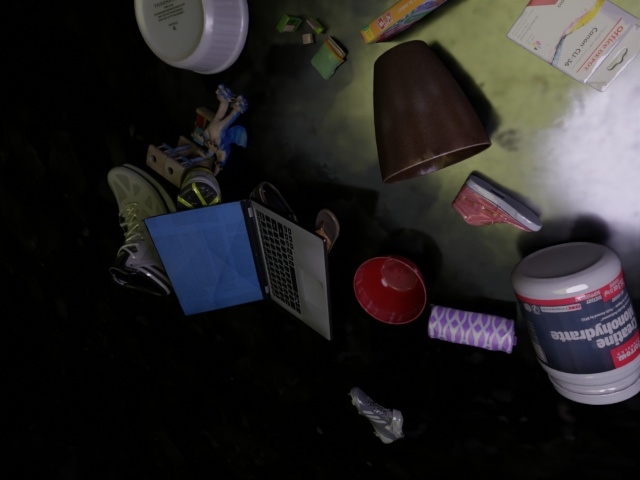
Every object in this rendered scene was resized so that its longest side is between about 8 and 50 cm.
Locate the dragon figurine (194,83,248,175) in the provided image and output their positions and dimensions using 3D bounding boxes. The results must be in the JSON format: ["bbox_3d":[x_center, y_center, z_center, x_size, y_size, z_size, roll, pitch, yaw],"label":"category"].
[{"bbox_3d":[-0.248,-0.270,1.110,0.085,0.144,0.289,34,156,10],"label":"dragon figurine"}]

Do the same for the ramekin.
[{"bbox_3d":[-0.315,-0.536,1.000,0.272,0.127,0.273,12,118,24],"label":"ramekin"}]

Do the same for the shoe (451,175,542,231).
[{"bbox_3d":[0.369,-0.057,0.896,0.178,0.063,0.081,37,126,15],"label":"shoe"}]

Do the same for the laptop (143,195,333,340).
[{"bbox_3d":[-0.197,0.110,1.108,0.407,0.236,0.382,29,142,32],"label":"laptop"}]

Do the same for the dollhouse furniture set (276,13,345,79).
[{"bbox_3d":[-0.021,-0.433,0.931,0.152,0.058,0.076,48,126,1],"label":"dollhouse furniture set"}]

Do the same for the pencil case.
[{"bbox_3d":[0.359,0.213,1.016,0.205,0.087,0.088,8,150,28],"label":"pencil case"}]

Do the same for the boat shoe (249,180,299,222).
[{"bbox_3d":[-0.104,-0.054,1.134,0.228,0.081,0.068,53,144,0],"label":"boat shoe"}]

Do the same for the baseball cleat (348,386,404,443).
[{"bbox_3d":[0.178,0.513,1.274,0.109,0.072,0.206,-32,100,22],"label":"baseball cleat"}]

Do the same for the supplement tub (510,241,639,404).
[{"bbox_3d":[0.511,0.158,0.838,0.191,0.191,0.273,-17,104,33],"label":"supplement tub"}]

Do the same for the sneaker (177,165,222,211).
[{"bbox_3d":[-0.331,-0.035,1.207,0.145,0.147,0.385,8,132,-13],"label":"sneaker"}]

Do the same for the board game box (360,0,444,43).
[{"bbox_3d":[0.202,-0.445,0.763,0.259,0.124,0.039,-26,100,35],"label":"board game box"}]

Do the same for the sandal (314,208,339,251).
[{"bbox_3d":[0.000,0.000,1.129,0.072,0.049,0.180,29,123,14],"label":"sandal"}]

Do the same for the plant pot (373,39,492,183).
[{"bbox_3d":[0.191,-0.256,0.830,0.215,0.215,0.231,-19,87,34],"label":"plant pot"}]

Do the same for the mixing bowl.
[{"bbox_3d":[0.184,0.104,1.048,0.181,0.098,0.182,12,118,24],"label":"mixing bowl"}]

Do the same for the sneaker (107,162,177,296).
[{"bbox_3d":[-0.559,-0.027,1.293,0.169,0.257,0.448,-35,93,36],"label":"sneaker"}]

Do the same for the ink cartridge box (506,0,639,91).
[{"bbox_3d":[0.437,-0.348,0.715,0.198,0.067,0.115,37,124,9],"label":"ink cartridge box"}]

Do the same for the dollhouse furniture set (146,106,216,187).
[{"bbox_3d":[-0.372,-0.269,1.155,0.128,0.129,0.184,34,125,11],"label":"dollhouse furniture set"}]
